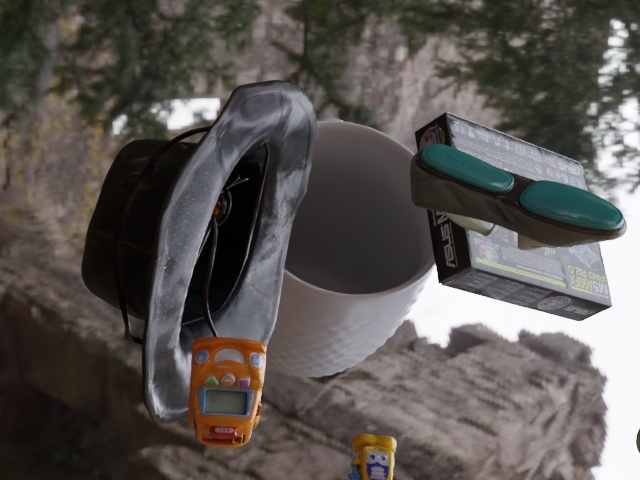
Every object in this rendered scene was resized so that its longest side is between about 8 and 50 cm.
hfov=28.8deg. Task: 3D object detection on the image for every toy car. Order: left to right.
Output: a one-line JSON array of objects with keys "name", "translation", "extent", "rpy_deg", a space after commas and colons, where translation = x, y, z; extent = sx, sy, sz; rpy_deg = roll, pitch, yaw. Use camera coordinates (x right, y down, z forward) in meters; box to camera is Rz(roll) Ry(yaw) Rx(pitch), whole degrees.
[{"name": "toy car", "translation": [-0.009, 0.084, 0.572], "extent": [0.040, 0.122, 0.060], "rpy_deg": [-90, -156, -45]}]

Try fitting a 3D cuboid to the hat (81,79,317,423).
[{"name": "hat", "translation": [-0.123, -0.003, 1.068], "extent": [0.134, 0.331, 0.331], "rpy_deg": [16, -73, 16]}]

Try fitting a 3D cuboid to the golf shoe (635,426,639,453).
[{"name": "golf shoe", "translation": [0.307, 0.175, 0.921], "extent": [0.176, 0.086, 0.069], "rpy_deg": [10, -58, 38]}]

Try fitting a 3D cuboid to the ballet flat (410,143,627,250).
[{"name": "ballet flat", "translation": [0.179, -0.028, 1.151], "extent": [0.213, 0.072, 0.068], "rpy_deg": [22, -52, 24]}]

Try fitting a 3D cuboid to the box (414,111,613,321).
[{"name": "box", "translation": [0.247, -0.026, 1.579], "extent": [0.060, 0.270, 0.216], "rpy_deg": [-31, -124, 42]}]

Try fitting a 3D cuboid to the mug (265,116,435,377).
[{"name": "mug", "translation": [0.000, 0.000, 1.747], "extent": [0.328, 0.276, 0.374], "rpy_deg": [111, -17, -56]}]
